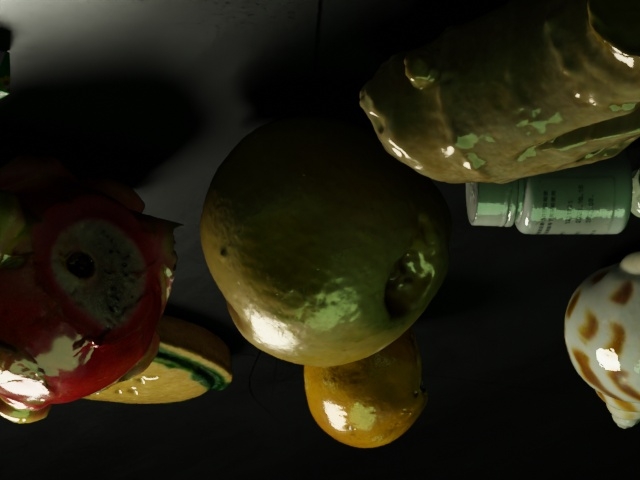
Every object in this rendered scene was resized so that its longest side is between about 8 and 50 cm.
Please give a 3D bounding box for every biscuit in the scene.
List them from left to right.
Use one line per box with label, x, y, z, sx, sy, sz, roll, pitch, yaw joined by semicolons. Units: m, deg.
biscuit;-0.269;0.137;1.959;0.287;0.057;0.343;-15;156;32

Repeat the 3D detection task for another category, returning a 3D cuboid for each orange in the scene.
orange;0.053;0.145;1.867;0.134;0.155;0.154;2;162;21

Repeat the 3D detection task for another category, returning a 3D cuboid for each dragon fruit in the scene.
dragon fruit;-0.241;0.040;1.501;0.224;0.224;0.227;17;155;-41

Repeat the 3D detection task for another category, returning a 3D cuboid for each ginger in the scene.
ginger;0.183;-0.120;1.199;0.190;0.126;0.354;21;152;-36

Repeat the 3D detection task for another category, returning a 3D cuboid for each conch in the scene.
conch;0.336;0.093;1.755;0.182;0.149;0.275;5;157;-5

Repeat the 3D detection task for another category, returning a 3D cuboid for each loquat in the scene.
loquat;-0.004;0.000;1.412;0.213;0.213;0.213;-1;160;-1

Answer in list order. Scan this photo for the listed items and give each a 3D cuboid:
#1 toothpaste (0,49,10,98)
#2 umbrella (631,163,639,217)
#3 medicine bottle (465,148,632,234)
toothpaste;-0.304;-0.105;1.329;0.043;0.037;0.178;13;156;-43
umbrella;0.299;-0.052;1.489;0.067;0.062;0.143;33;163;-2
medicine bottle;0.191;-0.045;1.468;0.130;0.080;0.080;0;160;-3
